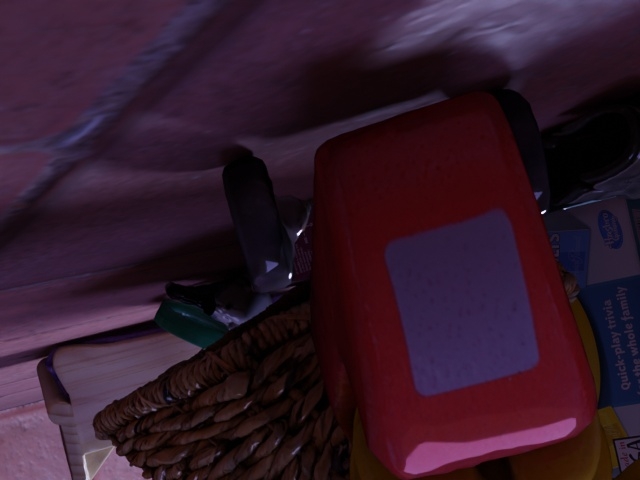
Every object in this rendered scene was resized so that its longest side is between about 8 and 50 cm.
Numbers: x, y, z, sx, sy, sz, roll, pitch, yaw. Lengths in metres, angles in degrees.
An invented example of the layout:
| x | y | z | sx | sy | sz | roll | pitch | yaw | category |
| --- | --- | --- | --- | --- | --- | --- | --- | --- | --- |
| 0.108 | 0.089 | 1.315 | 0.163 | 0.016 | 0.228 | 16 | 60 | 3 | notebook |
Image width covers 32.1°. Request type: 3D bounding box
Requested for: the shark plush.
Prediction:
| x | y | z | sx | sy | sz | roll | pitch | yaw | category |
| --- | --- | --- | --- | --- | --- | --- | --- | --- | --- |
| -0.090 | 0.058 | 0.957 | 0.067 | 0.073 | 0.161 | 15 | -169 | 23 | shark plush |

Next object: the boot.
| x | y | z | sx | sy | sz | roll | pitch | yaw | category |
| --- | --- | --- | --- | --- | --- | --- | --- | --- | --- |
| 0.224 | -0.059 | 0.574 | 0.161 | 0.083 | 0.246 | -7 | 170 | -17 | boot |

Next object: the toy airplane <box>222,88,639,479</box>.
| x | y | z | sx | sy | sz | roll | pitch | yaw | category |
| --- | --- | --- | --- | --- | --- | --- | --- | --- | --- |
| 0.077 | 0.156 | 0.502 | 0.384 | 0.272 | 0.386 | 23 | 119 | -28 | toy airplane |

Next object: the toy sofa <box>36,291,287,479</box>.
| x | y | z | sx | sy | sz | roll | pitch | yaw | category |
| --- | --- | --- | --- | --- | --- | --- | --- | --- | --- |
| -0.144 | 0.147 | 1.311 | 0.363 | 0.177 | 0.150 | -14 | -162 | -15 | toy sofa |

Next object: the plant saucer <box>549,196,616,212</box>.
| x | y | z | sx | sy | sz | roll | pitch | yaw | category |
| --- | --- | --- | --- | --- | --- | --- | --- | --- | --- |
| 0.285 | -0.047 | 1.076 | 0.067 | 0.018 | 0.192 | -21 | 170 | 41 | plant saucer |

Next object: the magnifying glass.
| x | y | z | sx | sy | sz | roll | pitch | yaw | category |
| --- | --- | --- | --- | --- | --- | --- | --- | --- | --- |
| -0.105 | 0.079 | 1.079 | 0.092 | 0.026 | 0.231 | 24 | 180 | 0 | magnifying glass |

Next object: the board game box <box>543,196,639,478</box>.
| x | y | z | sx | sy | sz | roll | pitch | yaw | category |
| --- | --- | --- | --- | --- | --- | --- | --- | --- | --- |
| 0.161 | 0.119 | 1.056 | 0.336 | 0.253 | 0.079 | -15 | 173 | 28 | board game box |

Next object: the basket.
| x | y | z | sx | sy | sz | roll | pitch | yaw | category |
| --- | --- | --- | --- | --- | --- | --- | --- | --- | --- |
| 0.015 | 0.071 | 0.806 | 0.299 | 0.223 | 0.213 | -30 | 148 | -42 | basket |

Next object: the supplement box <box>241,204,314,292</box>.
| x | y | z | sx | sy | sz | roll | pitch | yaw | category |
| --- | --- | --- | --- | --- | --- | --- | --- | --- | --- |
| 0.000 | 0.000 | 0.687 | 0.083 | 0.043 | 0.055 | -20 | 174 | 29 | supplement box |
